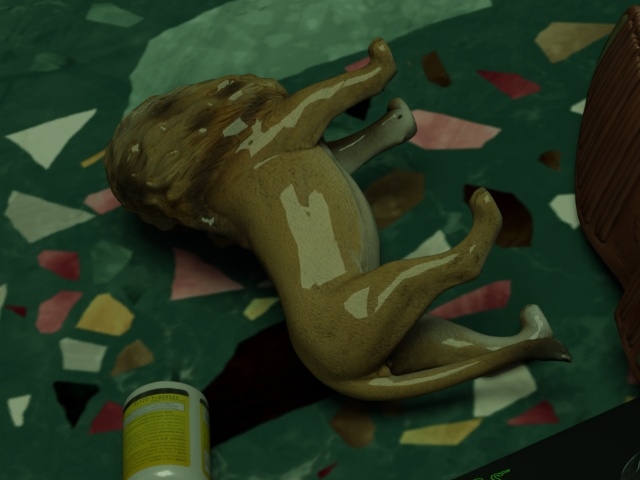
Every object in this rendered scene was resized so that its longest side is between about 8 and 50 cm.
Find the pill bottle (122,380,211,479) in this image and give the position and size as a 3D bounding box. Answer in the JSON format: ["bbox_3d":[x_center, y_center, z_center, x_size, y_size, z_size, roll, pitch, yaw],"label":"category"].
[{"bbox_3d":[-0.111,0.165,1.352,0.065,0.065,0.116,-8,48,3],"label":"pill bottle"}]

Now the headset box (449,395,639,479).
[{"bbox_3d":[0.227,0.201,1.150,0.283,0.131,0.246,-23,18,-8],"label":"headset box"}]

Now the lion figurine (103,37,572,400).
[{"bbox_3d":[0.000,0.000,1.432,0.240,0.142,0.392,-29,54,-6],"label":"lion figurine"}]

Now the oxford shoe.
[{"bbox_3d":[0.292,-0.026,1.430,0.146,0.140,0.397,10,46,-15],"label":"oxford shoe"}]
